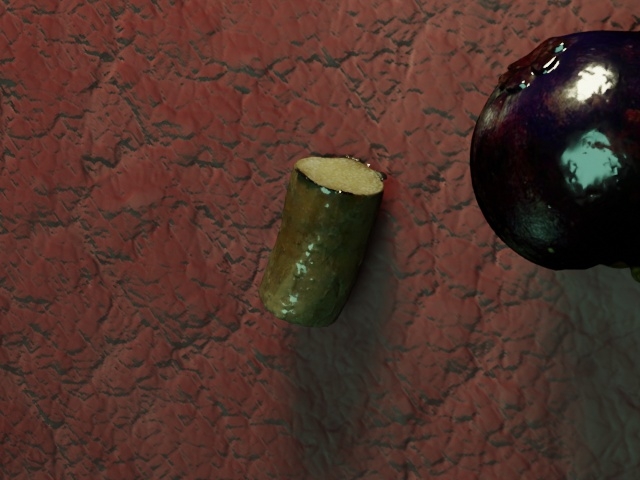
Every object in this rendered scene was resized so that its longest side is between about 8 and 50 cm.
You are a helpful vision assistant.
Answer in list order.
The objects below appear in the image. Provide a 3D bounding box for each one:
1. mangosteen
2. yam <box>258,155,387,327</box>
[{"bbox_3d":[0.221,-0.048,1.243,0.194,0.194,0.230,-38,111,25],"label":"mangosteen"},{"bbox_3d":[0.000,-0.002,1.389,0.084,0.084,0.127,25,113,16],"label":"yam"}]
